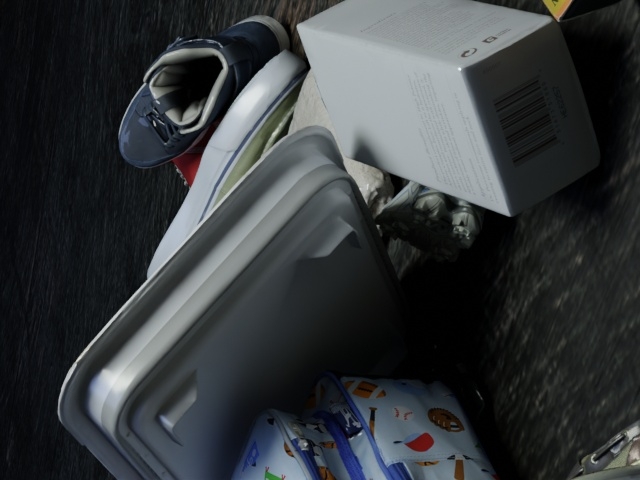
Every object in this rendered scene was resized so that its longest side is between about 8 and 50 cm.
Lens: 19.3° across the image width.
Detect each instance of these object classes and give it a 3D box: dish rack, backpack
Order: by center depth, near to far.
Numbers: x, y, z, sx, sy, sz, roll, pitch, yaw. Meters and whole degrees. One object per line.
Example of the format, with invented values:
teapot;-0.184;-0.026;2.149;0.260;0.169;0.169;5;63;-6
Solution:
backpack;0.044;0.248;1.367;0.263;0.213;0.276;47;132;48
dish rack;-0.040;0.092;1.429;0.072;0.285;0.333;36;167;25

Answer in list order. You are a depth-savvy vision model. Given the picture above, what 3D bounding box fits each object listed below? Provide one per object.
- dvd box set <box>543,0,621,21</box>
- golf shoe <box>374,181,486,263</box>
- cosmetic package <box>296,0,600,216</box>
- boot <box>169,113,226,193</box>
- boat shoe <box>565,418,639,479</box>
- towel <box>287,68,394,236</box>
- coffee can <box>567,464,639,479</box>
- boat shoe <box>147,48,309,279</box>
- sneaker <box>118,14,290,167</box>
dvd box set;0.118;-0.386;1.131;0.420;0.062;0.307;59;149;18
golf shoe;0.097;-0.035;1.441;0.086;0.069;0.176;-63;11;-13
cosmetic package;0.085;-0.104;1.308;0.231;0.085;0.117;28;143;58
boot;-0.132;-0.064;2.033;0.244;0.088;0.176;164;104;-66
boat shoe;0.181;0.158;1.188;0.152;0.056;0.049;-47;41;49
towel;0.000;0.000;1.710;0.187;0.049;0.282;-112;30;-45
coffee can;0.184;0.281;0.947;0.275;0.201;0.201;-111;29;-47
boat shoe;-0.070;-0.050;1.851;0.109;0.094;0.302;-43;-15;-56
sneaker;-0.148;-0.132;1.848;0.226;0.163;0.086;-39;92;30
